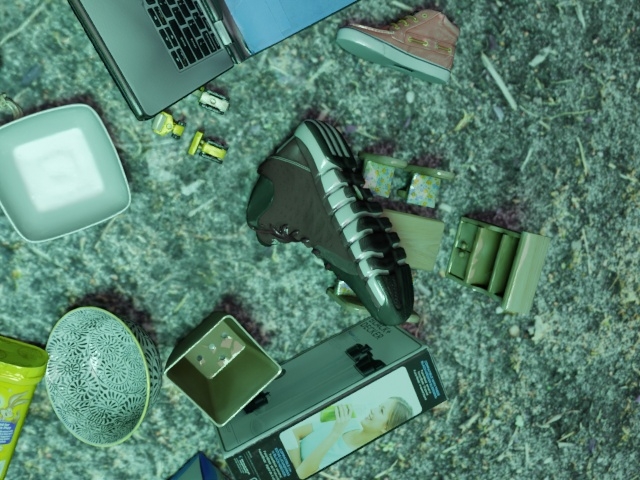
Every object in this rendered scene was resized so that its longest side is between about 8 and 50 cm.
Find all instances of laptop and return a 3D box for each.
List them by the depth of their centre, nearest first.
[{"bbox_3d":[-0.112,-0.390,0.664,0.237,0.408,0.381,-20,110,21],"label":"laptop"}]

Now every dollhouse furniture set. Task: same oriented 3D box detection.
[{"bbox_3d":[0.156,0.011,0.872,0.242,0.161,0.212,10,98,-21],"label":"dollhouse furniture set"}]

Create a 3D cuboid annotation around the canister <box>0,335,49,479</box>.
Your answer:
[{"bbox_3d":[-0.415,0.203,0.761,0.126,0.073,0.169,20,96,-13],"label":"canister"}]

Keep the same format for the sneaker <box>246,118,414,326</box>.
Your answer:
[{"bbox_3d":[0.000,0.000,0.812,0.163,0.106,0.281,-31,73,27],"label":"sneaker"}]

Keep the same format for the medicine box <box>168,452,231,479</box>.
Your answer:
[{"bbox_3d":[-0.164,0.498,0.872,0.263,0.149,0.289,-42,112,-7],"label":"medicine box"}]

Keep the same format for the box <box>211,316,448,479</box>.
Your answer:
[{"bbox_3d":[0.003,0.217,0.862,0.290,0.169,0.087,-25,106,-11],"label":"box"}]

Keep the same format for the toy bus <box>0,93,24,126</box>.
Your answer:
[{"bbox_3d":[-0.406,-0.209,0.645,0.202,0.104,0.190,-2,99,-33],"label":"toy bus"}]

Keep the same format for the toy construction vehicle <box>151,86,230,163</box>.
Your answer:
[{"bbox_3d":[-0.157,-0.153,0.803,0.098,0.035,0.085,19,106,-19],"label":"toy construction vehicle"}]

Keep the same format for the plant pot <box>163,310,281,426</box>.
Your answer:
[{"bbox_3d":[-0.135,0.156,0.837,0.109,0.096,0.109,-42,110,-7],"label":"plant pot"}]

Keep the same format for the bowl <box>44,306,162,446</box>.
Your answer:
[{"bbox_3d":[-0.254,0.161,0.793,0.170,0.080,0.170,1,93,26],"label":"bowl"}]

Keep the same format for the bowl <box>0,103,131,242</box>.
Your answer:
[{"bbox_3d":[-0.310,-0.081,0.751,0.142,0.053,0.142,-22,108,-14],"label":"bowl"}]

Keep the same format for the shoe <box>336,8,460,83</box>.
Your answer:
[{"bbox_3d":[0.107,-0.275,0.851,0.178,0.063,0.081,13,96,-26],"label":"shoe"}]
